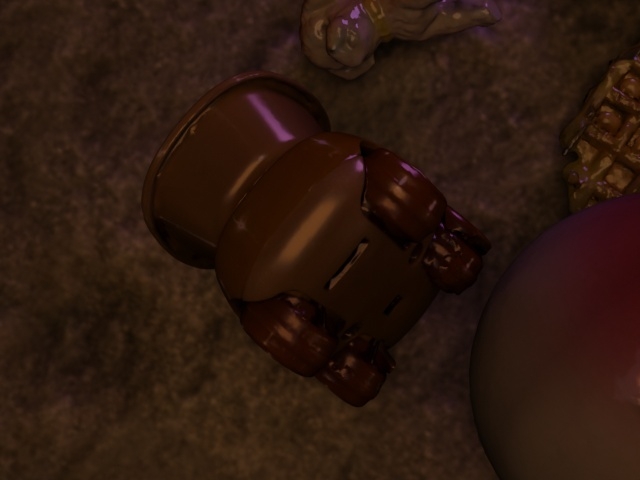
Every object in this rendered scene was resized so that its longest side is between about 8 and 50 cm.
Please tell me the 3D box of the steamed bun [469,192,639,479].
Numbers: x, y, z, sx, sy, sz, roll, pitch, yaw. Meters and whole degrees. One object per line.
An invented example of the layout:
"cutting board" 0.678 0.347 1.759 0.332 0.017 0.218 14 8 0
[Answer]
"steamed bun" 0.271 0.086 0.753 0.309 0.309 0.310 0 88 3

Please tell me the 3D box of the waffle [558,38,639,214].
"waffle" 0.365 -0.107 0.937 0.280 0.060 0.262 -8 86 2

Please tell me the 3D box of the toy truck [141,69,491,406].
"toy truck" 0.000 0.000 0.861 0.211 0.288 0.204 40 92 29

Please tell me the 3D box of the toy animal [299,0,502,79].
"toy animal" 0.058 -0.253 0.958 0.185 0.104 0.184 -27 57 19
